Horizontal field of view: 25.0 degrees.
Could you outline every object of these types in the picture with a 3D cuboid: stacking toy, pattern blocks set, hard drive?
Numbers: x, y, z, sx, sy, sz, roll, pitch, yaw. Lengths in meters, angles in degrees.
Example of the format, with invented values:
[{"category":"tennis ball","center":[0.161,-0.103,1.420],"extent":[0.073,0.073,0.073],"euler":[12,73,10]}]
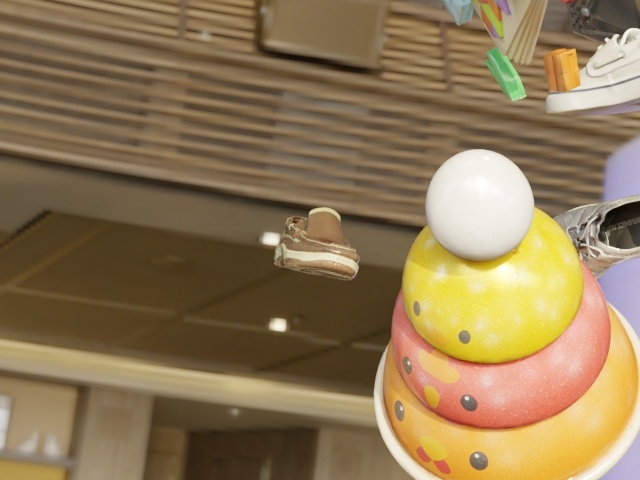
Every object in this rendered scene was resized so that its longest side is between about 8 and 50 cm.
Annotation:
[{"category":"stacking toy","center":[0.197,0.064,1.694],"extent":[0.351,0.350,0.480],"euler":[3,-38,19]},{"category":"pattern blocks set","center":[0.178,-0.270,1.461],"extent":[0.026,0.285,0.325],"euler":[-26,-28,-10]},{"category":"hard drive","center":[0.406,-0.312,1.795],"extent":[0.255,0.054,0.172],"euler":[26,-39,49]}]

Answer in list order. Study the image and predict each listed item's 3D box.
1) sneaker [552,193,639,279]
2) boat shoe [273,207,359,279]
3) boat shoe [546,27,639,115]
[{"category":"sneaker","center":[0.363,-0.010,1.905],"extent":[0.281,0.105,0.115],"euler":[-25,-17,34]},{"category":"boat shoe","center":[-0.007,-0.002,2.037],"extent":[0.095,0.095,0.257],"euler":[16,-3,-19]},{"category":"boat shoe","center":[0.350,-0.192,1.604],"extent":[0.095,0.084,0.258],"euler":[-1,-5,-37]}]
